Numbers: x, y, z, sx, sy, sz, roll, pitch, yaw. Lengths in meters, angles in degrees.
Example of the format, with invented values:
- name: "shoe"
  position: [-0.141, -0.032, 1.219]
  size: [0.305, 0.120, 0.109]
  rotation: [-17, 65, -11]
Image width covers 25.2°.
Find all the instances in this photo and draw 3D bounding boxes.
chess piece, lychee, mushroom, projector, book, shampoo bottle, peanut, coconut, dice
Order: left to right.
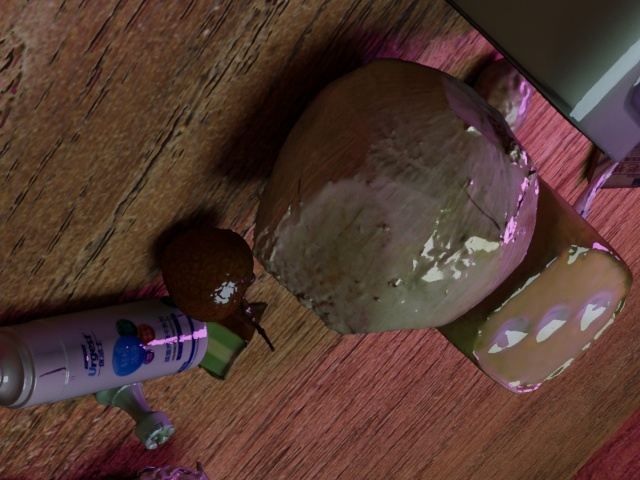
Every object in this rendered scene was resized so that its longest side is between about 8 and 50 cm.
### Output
- name: "shampoo bottle"
  position: [-0.256, 0.120, 1.528]
  size: [0.303, 0.092, 0.092]
  rotation: [-8, 139, -50]
- name: "chess piece"
  position: [-0.217, 0.195, 1.690]
  size: [0.067, 0.103, 0.067]
  rotation: [-34, 154, -19]
- name: "lychee"
  position: [-0.118, 0.046, 1.578]
  size: [0.101, 0.114, 0.140]
  rotation: [-13, 135, 18]
- name: "coconut"
  position: [0.091, -0.053, 1.523]
  size: [0.297, 0.297, 0.254]
  rotation: [-10, 143, -49]
- name: "peanut"
  position: [0.181, -0.137, 1.749]
  size: [0.228, 0.085, 0.104]
  rotation: [-39, 137, -7]
- name: "dice"
  position: [0.253, 0.043, 1.920]
  size: [0.238, 0.227, 0.233]
  rotation: [-45, 138, 5]
- name: "mushroom"
  position: [0.394, -0.011, 2.236]
  size: [0.068, 0.043, 0.306]
  rotation: [-51, 163, -49]
- name: "projector"
  position: [0.302, -0.263, 1.522]
  size: [0.249, 0.248, 0.248]
  rotation: [-47, 155, 11]
- name: "book"
  position: [0.501, -0.154, 2.162]
  size: [0.161, 0.026, 0.231]
  rotation: [-1, 147, -3]

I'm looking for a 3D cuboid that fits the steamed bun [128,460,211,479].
- name: "steamed bun"
  position: [-0.246, 0.441, 1.882]
  size: [0.312, 0.233, 0.334]
  rotation: [-30, 179, 3]

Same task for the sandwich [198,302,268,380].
- name: "sandwich"
  position: [-0.123, 0.108, 1.802]
  size: [0.074, 0.074, 0.116]
  rotation: [-55, -176, 26]
